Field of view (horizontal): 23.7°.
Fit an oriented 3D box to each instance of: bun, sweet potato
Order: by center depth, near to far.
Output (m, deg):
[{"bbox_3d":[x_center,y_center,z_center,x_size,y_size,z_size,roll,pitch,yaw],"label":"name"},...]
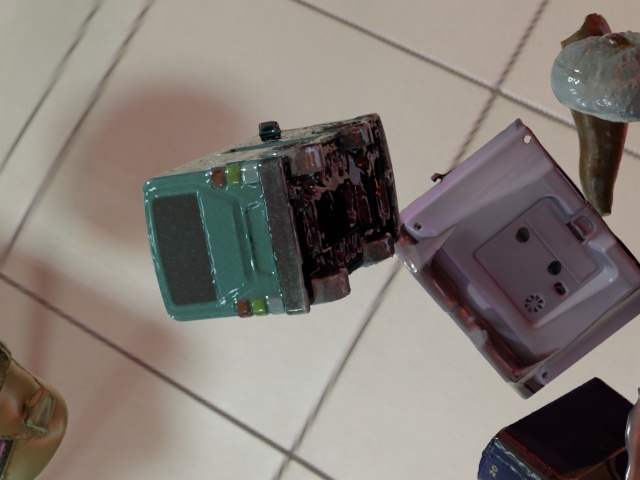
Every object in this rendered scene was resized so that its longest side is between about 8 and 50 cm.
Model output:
[{"bbox_3d":[0.176,-0.098,0.896,0.083,0.083,0.045,14,114,23],"label":"bun"},{"bbox_3d":[0.330,-0.150,1.809,0.077,0.077,0.243,-5,105,19],"label":"sweet potato"}]

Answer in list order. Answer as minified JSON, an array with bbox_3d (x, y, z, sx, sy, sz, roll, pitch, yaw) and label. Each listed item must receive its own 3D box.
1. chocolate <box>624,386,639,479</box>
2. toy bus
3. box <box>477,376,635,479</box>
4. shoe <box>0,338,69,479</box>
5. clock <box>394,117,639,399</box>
[{"bbox_3d":[0.208,0.028,0.516,0.185,0.100,0.303,0,76,40],"label":"chocolate"},{"bbox_3d":[-0.031,-0.024,1.228,0.147,0.256,0.128,-7,100,20],"label":"toy bus"},{"bbox_3d":[0.280,0.236,1.310,0.259,0.168,0.071,40,129,27],"label":"box"},{"bbox_3d":[-0.294,0.173,1.216,0.128,0.140,0.262,39,136,-5],"label":"shoe"},{"bbox_3d":[0.203,0.023,1.542,0.186,0.083,0.253,-40,105,10],"label":"clock"}]
